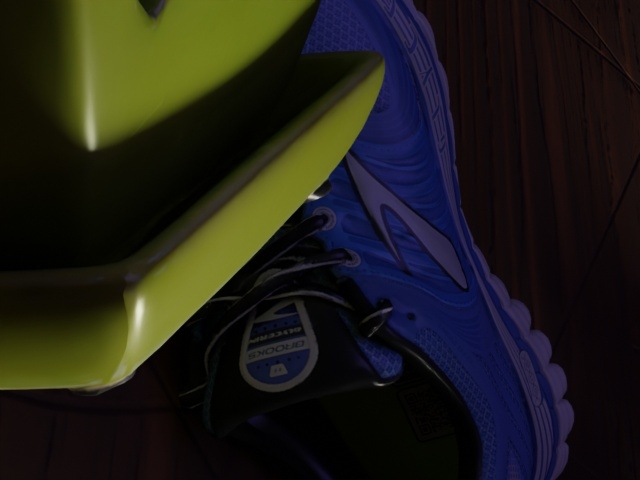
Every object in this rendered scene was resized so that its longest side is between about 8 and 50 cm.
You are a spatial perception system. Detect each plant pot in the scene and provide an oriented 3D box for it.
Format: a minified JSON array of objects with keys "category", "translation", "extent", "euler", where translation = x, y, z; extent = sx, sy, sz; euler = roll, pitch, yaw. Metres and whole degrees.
[{"category":"plant pot","translation":[-0.109,-0.084,0.461],"extent":[0.227,0.228,0.207],"euler":[-48,131,-62]}]

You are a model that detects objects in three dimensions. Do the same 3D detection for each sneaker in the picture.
[{"category":"sneaker","translation":[0.000,0.000,0.703],"extent":[0.330,0.129,0.147],"euler":[60,25,-11]}]
